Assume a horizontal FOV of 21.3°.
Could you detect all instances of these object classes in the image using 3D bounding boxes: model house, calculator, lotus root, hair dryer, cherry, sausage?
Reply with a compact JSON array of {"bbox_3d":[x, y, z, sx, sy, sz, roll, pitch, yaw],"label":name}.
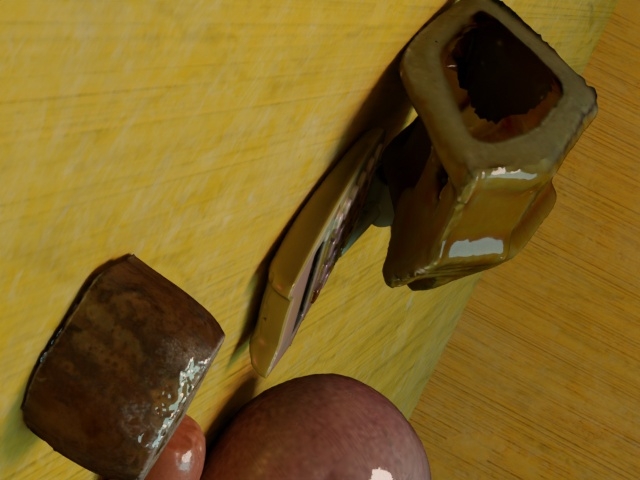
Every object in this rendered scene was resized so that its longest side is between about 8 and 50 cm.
[{"bbox_3d":[0.117,-0.054,1.510,0.268,0.173,0.239,-43,161,-49],"label":"model house"},{"bbox_3d":[0.000,0.000,1.448,0.236,0.033,0.157,-56,167,-43],"label":"calculator"},{"bbox_3d":[-0.111,0.076,0.990,0.122,0.081,0.112,-60,177,-10],"label":"lotus root"},{"bbox_3d":[0.037,-0.020,1.584,0.124,0.038,0.063,-45,160,-36],"label":"hair dryer"},{"bbox_3d":[-0.015,0.247,1.517,0.239,0.206,0.239,-60,-178,4],"label":"cherry"},{"bbox_3d":[-0.128,0.192,1.222,0.062,0.062,0.154,-44,160,-60],"label":"sausage"}]
